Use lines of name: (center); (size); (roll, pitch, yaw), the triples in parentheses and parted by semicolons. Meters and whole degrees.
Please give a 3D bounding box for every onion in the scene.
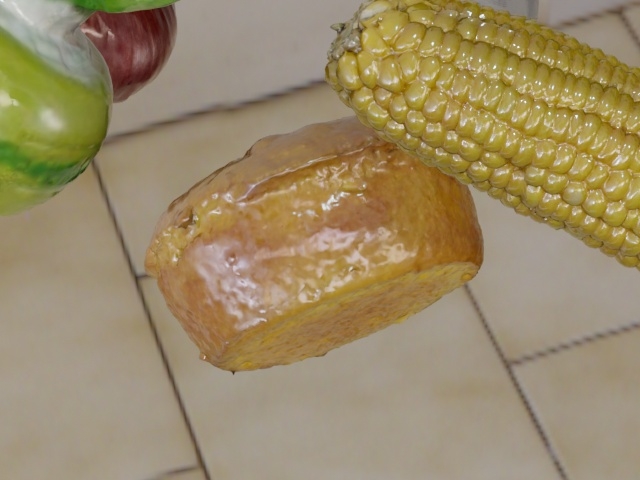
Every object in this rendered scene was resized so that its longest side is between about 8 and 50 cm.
onion: (-0.329, -0.327, 2.172); (0.348, 0.285, 0.347); (20, 30, -12)

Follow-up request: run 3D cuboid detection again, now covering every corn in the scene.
corn: (0.148, -0.044, 0.899); (0.313, 0.102, 0.102); (29, 56, -3)

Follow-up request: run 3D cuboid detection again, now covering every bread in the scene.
bread: (0.004, -0.001, 1.560); (0.312, 0.312, 0.172); (-21, 80, -14)

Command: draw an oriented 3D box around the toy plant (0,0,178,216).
toy plant: (-0.152, -0.180, 1.065); (0.316, 0.184, 0.224); (-53, 56, 16)

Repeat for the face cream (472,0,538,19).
face cream: (0.158, -0.244, 1.594); (0.084, 0.198, 0.057); (33, 82, 15)
